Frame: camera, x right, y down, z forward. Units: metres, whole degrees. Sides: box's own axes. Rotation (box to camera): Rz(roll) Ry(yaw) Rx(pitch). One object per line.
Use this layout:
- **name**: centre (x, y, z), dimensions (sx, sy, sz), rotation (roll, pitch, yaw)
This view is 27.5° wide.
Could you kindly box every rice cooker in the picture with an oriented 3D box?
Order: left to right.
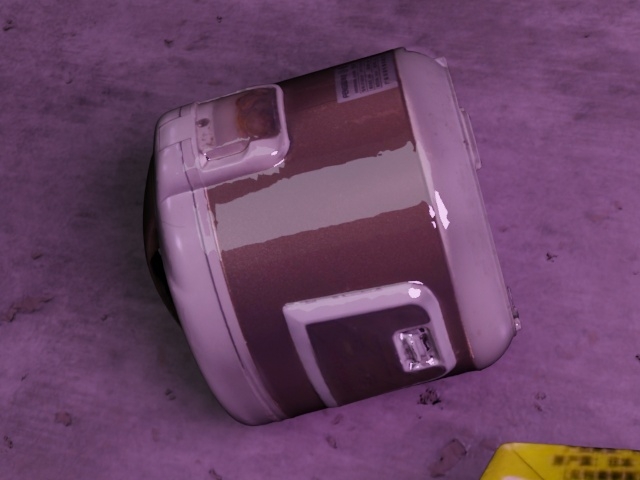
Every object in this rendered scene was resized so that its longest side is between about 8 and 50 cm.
- **rice cooker**: centre (0.000, 0.000, 1.228), dimensions (0.325, 0.335, 0.335), rotation (-14, 63, 7)

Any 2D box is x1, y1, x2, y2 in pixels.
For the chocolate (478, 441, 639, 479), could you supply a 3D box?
- **chocolate**: centre (0.263, 0.302, 1.035), dimensions (0.288, 0.301, 0.137), rotation (1, 34, 15)
